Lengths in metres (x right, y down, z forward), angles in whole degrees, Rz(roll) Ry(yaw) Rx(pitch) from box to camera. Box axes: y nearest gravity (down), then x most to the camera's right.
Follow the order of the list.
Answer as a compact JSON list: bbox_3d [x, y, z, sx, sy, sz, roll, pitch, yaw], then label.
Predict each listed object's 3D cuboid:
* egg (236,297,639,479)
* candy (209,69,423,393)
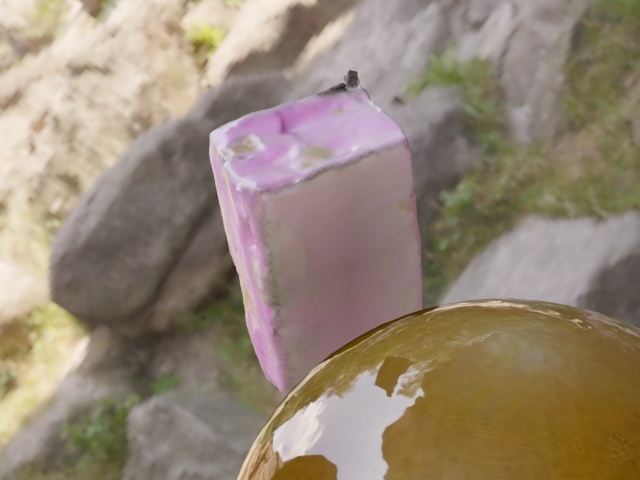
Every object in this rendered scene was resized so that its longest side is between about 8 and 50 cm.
[{"bbox_3d":[0.105,0.174,0.806,0.283,0.351,0.282,-18,59,34],"label":"egg"},{"bbox_3d":[0.000,0.000,1.416,0.156,0.265,0.116,-22,46,-15],"label":"candy"}]
